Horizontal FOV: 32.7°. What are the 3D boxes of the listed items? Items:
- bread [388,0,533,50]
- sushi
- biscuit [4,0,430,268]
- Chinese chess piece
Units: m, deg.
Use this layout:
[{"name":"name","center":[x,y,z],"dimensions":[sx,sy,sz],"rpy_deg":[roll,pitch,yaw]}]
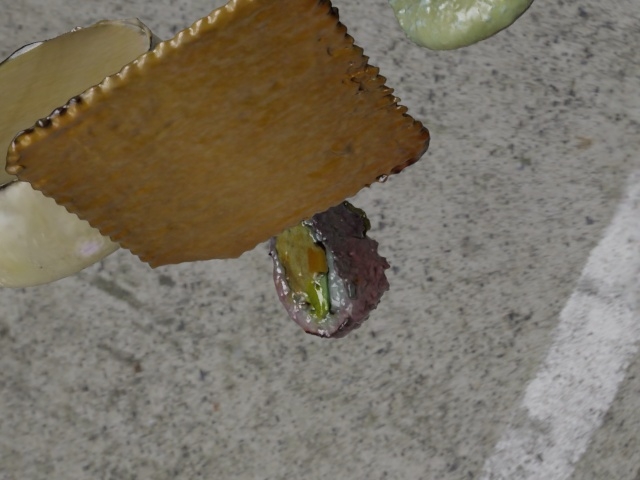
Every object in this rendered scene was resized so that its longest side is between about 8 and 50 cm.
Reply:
[{"name":"bread","center":[0.135,-0.251,0.802],"dimensions":[0.207,0.056,0.286],"rpy_deg":[-27,36,14]},{"name":"sushi","center":[-0.006,0.014,1.413],"dimensions":[0.241,0.107,0.161],"rpy_deg":[54,138,22]},{"name":"biscuit","center":[-0.062,-0.062,0.752],"dimensions":[0.237,0.232,0.013],"rpy_deg":[-28,56,14]},{"name":"Chinese chess piece","center":[-0.221,-0.077,0.915],"dimensions":[0.257,0.257,0.104],"rpy_deg":[-8,131,30]}]
